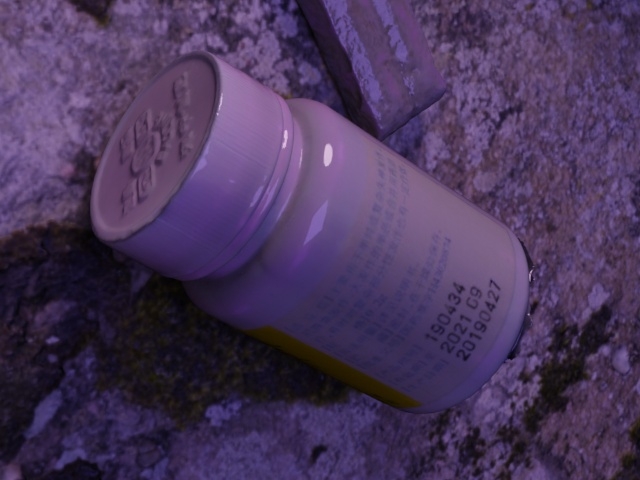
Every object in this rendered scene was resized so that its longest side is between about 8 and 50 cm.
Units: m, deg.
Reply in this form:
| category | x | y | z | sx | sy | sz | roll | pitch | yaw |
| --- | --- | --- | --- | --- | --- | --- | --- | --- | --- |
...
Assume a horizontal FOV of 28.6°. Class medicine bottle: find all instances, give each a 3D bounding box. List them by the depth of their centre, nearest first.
| category | x | y | z | sx | sy | sz | roll | pitch | yaw |
| --- | --- | --- | --- | --- | --- | --- | --- | --- | --- |
| medicine bottle | 0.000 | 0.000 | 1.132 | 0.378 | 0.213 | 0.213 | 31 | 77 | -32 |

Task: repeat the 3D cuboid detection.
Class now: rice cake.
| category | x | y | z | sx | sy | sz | roll | pitch | yaw |
| --- | --- | --- | --- | --- | --- | --- | --- | --- | --- |
| rice cake | 0.029 | -0.243 | 1.226 | 0.106 | 0.050 | 0.298 | -37 | 113 | -26 |
